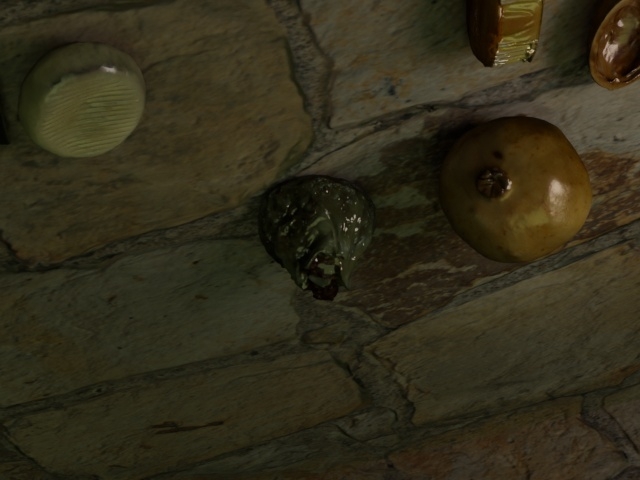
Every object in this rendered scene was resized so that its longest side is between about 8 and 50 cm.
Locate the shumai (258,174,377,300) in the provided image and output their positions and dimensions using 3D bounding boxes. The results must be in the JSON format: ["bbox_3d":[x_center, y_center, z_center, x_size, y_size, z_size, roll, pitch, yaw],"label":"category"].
[{"bbox_3d":[0.000,-0.001,1.349,0.255,0.218,0.189,-14,144,4],"label":"shumai"}]

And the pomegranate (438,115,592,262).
[{"bbox_3d":[0.380,-0.104,1.270,0.306,0.307,0.308,-5,135,-5],"label":"pomegranate"}]

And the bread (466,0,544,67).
[{"bbox_3d":[0.304,-0.385,1.083,0.114,0.132,0.191,-10,133,2],"label":"bread"}]

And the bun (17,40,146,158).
[{"bbox_3d":[-0.406,-0.248,1.101,0.222,0.128,0.222,-25,149,-16],"label":"bun"}]

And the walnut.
[{"bbox_3d":[0.543,-0.380,1.161,0.167,0.087,0.211,-4,137,-16],"label":"walnut"}]

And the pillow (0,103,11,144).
[{"bbox_3d":[-0.649,-0.253,1.090,0.212,0.052,0.208,-1,131,-13],"label":"pillow"}]
